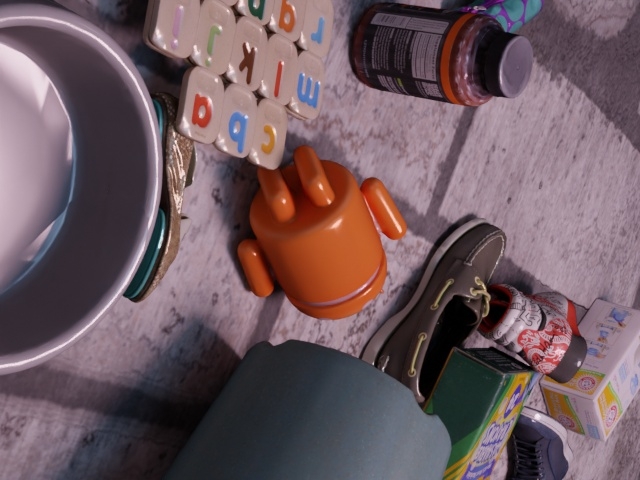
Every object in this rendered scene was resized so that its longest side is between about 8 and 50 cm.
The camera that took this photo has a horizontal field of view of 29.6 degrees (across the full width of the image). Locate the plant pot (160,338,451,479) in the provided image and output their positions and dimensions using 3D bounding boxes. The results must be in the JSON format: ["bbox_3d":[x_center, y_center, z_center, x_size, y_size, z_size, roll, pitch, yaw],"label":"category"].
[{"bbox_3d":[-0.038,0.306,1.263,0.334,0.341,0.341,-61,141,-27],"label":"plant pot"}]

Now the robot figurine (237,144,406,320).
[{"bbox_3d":[0.002,0.000,1.337,0.158,0.128,0.219,-50,138,-27],"label":"robot figurine"}]

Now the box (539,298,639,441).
[{"bbox_3d":[0.463,0.214,2.002,0.203,0.103,0.114,-48,135,-29],"label":"box"}]

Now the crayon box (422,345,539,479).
[{"bbox_3d":[0.169,0.302,1.609,0.323,0.083,0.203,-65,158,6],"label":"crayon box"}]

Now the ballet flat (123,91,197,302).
[{"bbox_3d":[-0.151,-0.040,1.181,0.067,0.073,0.206,-1,105,-48],"label":"ballet flat"}]

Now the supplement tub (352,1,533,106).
[{"bbox_3d":[0.140,-0.210,1.376,0.106,0.197,0.106,-23,120,-46],"label":"supplement tub"}]

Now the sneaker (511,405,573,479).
[{"bbox_3d":[0.327,0.366,1.903,0.163,0.086,0.226,-60,141,-21],"label":"sneaker"}]

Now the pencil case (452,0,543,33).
[{"bbox_3d":[0.224,-0.291,1.558,0.151,0.064,0.070,-37,154,-38],"label":"pencil case"}]

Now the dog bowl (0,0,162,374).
[{"bbox_3d":[-0.275,-0.047,1.004,0.348,0.102,0.349,-23,120,-46],"label":"dog bowl"}]

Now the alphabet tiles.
[{"bbox_3d":[-0.074,-0.222,1.219,0.284,0.021,0.278,18,78,-57],"label":"alphabet tiles"}]

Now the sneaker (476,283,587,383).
[{"bbox_3d":[0.286,0.102,1.726,0.090,0.145,0.270,-55,-172,13],"label":"sneaker"}]

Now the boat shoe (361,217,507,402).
[{"bbox_3d":[0.172,0.093,1.610,0.305,0.091,0.109,-50,136,-27],"label":"boat shoe"}]
